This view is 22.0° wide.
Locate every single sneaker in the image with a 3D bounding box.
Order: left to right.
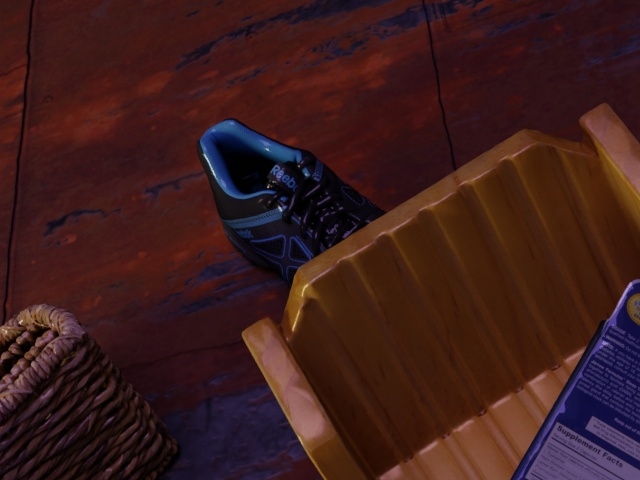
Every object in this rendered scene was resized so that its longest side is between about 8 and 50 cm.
[{"bbox_3d":[0.000,0.000,1.549,0.341,0.139,0.125,31,70,38],"label":"sneaker"}]

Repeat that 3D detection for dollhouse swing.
[{"bbox_3d":[0.183,0.149,1.261,0.347,0.315,0.305,-31,36,0],"label":"dollhouse swing"}]

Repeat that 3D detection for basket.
[{"bbox_3d":[-0.324,0.189,1.501,0.299,0.223,0.213,-46,49,-12],"label":"basket"}]

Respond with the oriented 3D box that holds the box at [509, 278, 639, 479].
[{"bbox_3d":[0.231,0.156,1.210,0.136,0.036,0.225,31,87,4],"label":"box"}]
